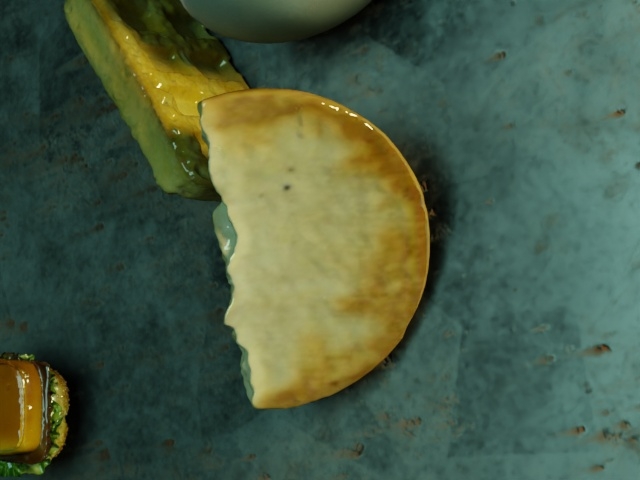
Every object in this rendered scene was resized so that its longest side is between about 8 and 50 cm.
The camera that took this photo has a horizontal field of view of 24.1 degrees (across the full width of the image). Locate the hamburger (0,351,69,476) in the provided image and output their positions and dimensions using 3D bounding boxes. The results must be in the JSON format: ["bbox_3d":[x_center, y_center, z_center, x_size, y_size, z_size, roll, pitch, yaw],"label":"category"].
[{"bbox_3d":[-0.346,0.191,1.656,0.166,0.087,0.137,-1,85,34],"label":"hamburger"}]

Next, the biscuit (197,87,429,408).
[{"bbox_3d":[0.000,0.000,1.405,0.205,0.040,0.309,-10,106,-4],"label":"biscuit"}]

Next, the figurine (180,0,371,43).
[{"bbox_3d":[-0.080,-0.323,1.516,0.382,0.225,0.205,45,134,53],"label":"figurine"}]

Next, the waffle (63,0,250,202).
[{"bbox_3d":[-0.140,-0.146,1.510,0.057,0.168,0.274,-44,65,29],"label":"waffle"}]
